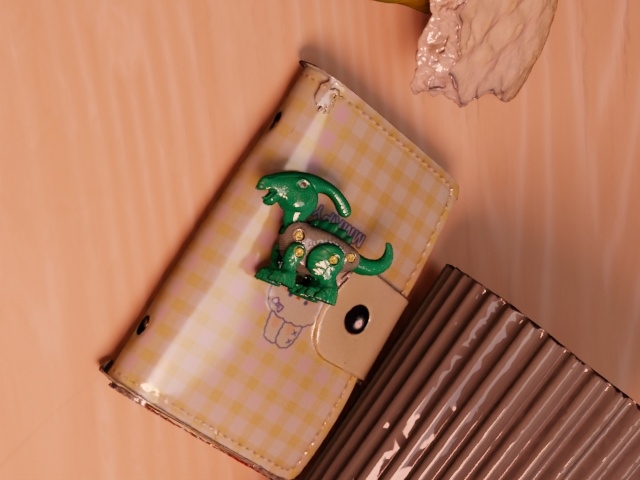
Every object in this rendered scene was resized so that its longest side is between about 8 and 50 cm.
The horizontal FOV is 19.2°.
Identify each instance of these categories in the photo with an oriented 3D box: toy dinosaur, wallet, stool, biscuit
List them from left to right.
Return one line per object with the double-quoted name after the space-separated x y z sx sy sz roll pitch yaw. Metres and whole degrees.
-0.022 0.035 1.591 0.223 0.077 0.309 36 85 -33 "wallet"
0.000 0.000 1.522 0.132 0.059 0.096 20 86 -23 "toy dinosaur"
0.124 0.238 1.629 0.297 0.297 0.330 39 88 -36 "stool"
0.142 -0.190 1.566 0.188 0.040 0.265 -53 154 -12 "biscuit"

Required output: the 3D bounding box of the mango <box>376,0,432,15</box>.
0.063 -0.252 1.532 0.191 0.085 0.122 7 100 -46 "mango"
